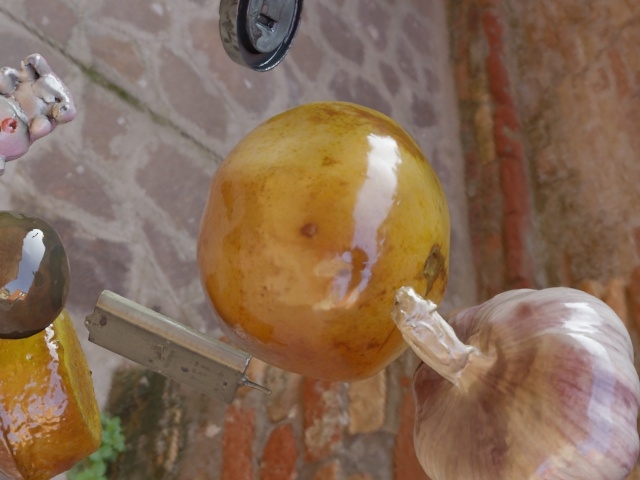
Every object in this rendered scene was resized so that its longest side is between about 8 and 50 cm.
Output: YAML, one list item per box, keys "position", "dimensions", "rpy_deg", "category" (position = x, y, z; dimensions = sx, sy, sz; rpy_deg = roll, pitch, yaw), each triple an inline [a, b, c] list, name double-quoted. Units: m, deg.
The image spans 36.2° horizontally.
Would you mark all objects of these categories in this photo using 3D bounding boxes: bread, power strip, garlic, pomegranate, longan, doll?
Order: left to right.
- position: [-0.422, 0.041, 1.304]
  dimensions: [0.189, 0.189, 0.189]
  rpy_deg: [34, 41, -36]
  category: "longan"
- position: [-0.445, -0.178, 1.397]
  dimensions: [0.192, 0.095, 0.149]
  rpy_deg: [-34, 77, -25]
  category: "doll"
- position: [-0.445, 0.222, 1.497]
  dimensions: [0.312, 0.172, 0.312]
  rpy_deg: [160, -90, -83]
  category: "bread"
- position: [-0.188, 0.151, 1.312]
  dimensions: [0.268, 0.092, 0.034]
  rpy_deg: [24, 42, 2]
  category: "power strip"
- position: [0.000, 0.000, 1.459]
  dimensions: [0.417, 0.417, 0.416]
  rpy_deg: [34, 41, -36]
  category: "pomegranate"
- position: [0.164, 0.126, 0.944]
  dimensions: [0.253, 0.245, 0.245]
  rpy_deg: [39, 38, -25]
  category: "garlic"

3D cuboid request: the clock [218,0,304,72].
- position: [-0.099, -0.400, 1.685]
  dimensions: [0.215, 0.042, 0.215]
  rpy_deg: [-43, 143, -45]
  category: "clock"
